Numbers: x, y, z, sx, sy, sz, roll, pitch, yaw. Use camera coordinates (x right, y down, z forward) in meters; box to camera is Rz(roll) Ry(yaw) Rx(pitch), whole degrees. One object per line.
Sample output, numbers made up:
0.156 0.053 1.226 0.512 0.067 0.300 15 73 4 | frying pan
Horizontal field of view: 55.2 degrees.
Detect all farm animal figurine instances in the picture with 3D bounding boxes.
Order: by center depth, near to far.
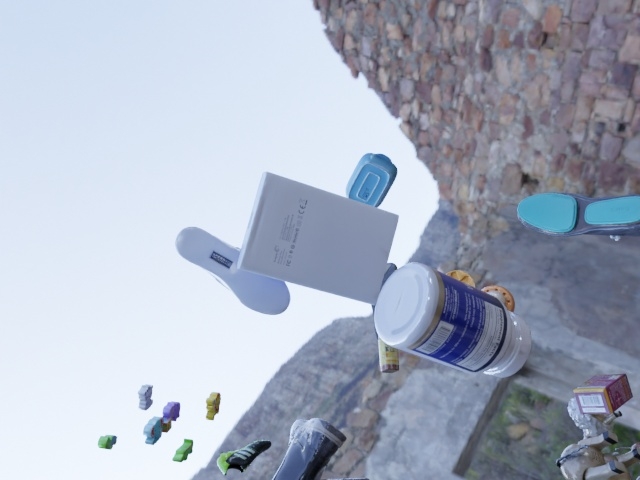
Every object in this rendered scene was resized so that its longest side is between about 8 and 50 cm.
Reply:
0.640 0.547 1.322 0.172 0.327 0.330 -44 6 37 | farm animal figurine

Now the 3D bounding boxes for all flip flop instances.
0.227 0.210 1.991 0.080 0.112 0.276 10 -111 -44 | flip flop

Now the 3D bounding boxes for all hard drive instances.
0.000 0.000 1.319 0.319 0.040 0.210 17 -94 -20 | hard drive

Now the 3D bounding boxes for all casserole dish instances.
0.137 -0.156 1.699 0.188 0.114 0.037 -63 -1 38 | casserole dish

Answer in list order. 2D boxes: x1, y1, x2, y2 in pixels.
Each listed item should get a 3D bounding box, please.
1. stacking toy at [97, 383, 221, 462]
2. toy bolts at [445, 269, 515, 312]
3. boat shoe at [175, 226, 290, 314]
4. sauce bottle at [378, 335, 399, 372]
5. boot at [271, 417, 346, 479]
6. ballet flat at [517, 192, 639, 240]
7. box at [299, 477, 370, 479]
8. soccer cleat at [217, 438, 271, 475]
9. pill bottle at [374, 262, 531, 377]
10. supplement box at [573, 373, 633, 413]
-0.308 0.351 1.199 0.221 0.167 0.052 -51 -36 -74 | stacking toy
0.383 0.192 1.650 0.228 0.218 0.158 -56 -24 1 | toy bolts
-0.196 0.071 1.416 0.108 0.301 0.102 -60 -6 -3 | boat shoe
0.143 0.215 1.300 0.042 0.042 0.128 41 -140 -59 | sauce bottle
-0.073 0.683 1.807 0.284 0.138 0.377 -54 4 -28 | boot
0.396 -0.033 0.911 0.074 0.203 0.074 -2 -86 -41 | ballet flat
0.113 0.792 1.497 0.294 0.396 0.211 21 -83 -44 | box
-0.226 0.663 1.868 0.179 0.072 0.060 -12 -41 -28 | soccer cleat
0.241 0.151 1.093 0.265 0.153 0.153 24 -97 -27 | pill bottle
0.467 0.253 1.010 0.083 0.055 0.043 -13 -95 -38 | supplement box
